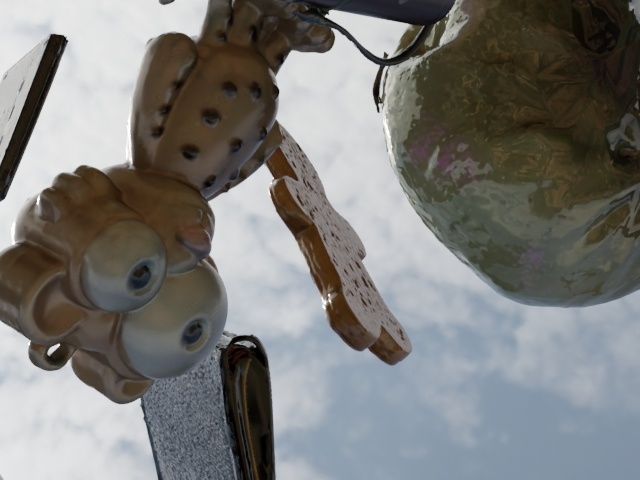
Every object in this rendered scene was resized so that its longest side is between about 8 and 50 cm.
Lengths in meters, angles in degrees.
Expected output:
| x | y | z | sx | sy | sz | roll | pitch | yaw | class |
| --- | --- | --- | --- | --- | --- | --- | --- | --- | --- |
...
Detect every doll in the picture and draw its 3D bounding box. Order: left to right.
| x | y | z | sx | sy | sz | roll | pitch | yaw | class |
| --- | --- | --- | --- | --- | --- | --- | --- | --- | --- |
| -0.092 | -0.040 | 0.911 | 0.119 | 0.278 | 0.154 | 25 | 178 | 39 | doll |

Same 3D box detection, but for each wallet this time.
| x | y | z | sx | sy | sz | roll | pitch | yaw | class |
| --- | --- | --- | --- | --- | --- | --- | --- | --- | --- |
| -0.111 | 0.198 | 1.551 | 0.071 | 0.262 | 0.221 | -12 | -165 | -31 | wallet |

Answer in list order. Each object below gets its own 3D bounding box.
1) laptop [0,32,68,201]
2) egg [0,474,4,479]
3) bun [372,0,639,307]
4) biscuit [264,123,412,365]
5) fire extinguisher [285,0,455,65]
| x | y | z | sx | sy | sz | roll | pitch | yaw | class |
| --- | --- | --- | --- | --- | --- | --- | --- | --- | --- |
| -0.346 | -0.118 | 1.659 | 0.026 | 0.154 | 0.207 | 30 | -119 | -26 | laptop |
| -0.357 | 0.270 | 1.344 | 0.187 | 0.253 | 0.186 | -21 | -170 | 4 | egg |
| 0.173 | -0.080 | 1.057 | 0.273 | 0.168 | 0.272 | 12 | -111 | -33 | bun |
| -0.001 | 0.000 | 1.341 | 0.250 | 0.036 | 0.165 | 63 | -167 | 25 | biscuit |
| 0.027 | -0.132 | 0.803 | 0.045 | 0.078 | 0.157 | 32 | -159 | 35 | fire extinguisher |
